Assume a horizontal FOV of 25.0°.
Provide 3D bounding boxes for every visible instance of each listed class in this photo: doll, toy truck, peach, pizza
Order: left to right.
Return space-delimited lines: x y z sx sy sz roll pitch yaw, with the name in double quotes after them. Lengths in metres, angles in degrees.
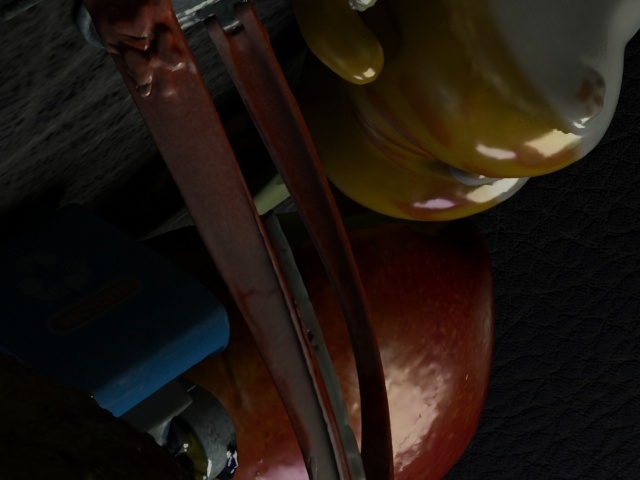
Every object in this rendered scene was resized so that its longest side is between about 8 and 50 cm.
-0.184 0.130 0.832 0.146 0.175 0.367 -32 171 -45 "toy truck"
-0.070 -0.047 0.909 0.099 0.029 0.100 -34 173 -35 "pizza"
-0.005 0.073 0.940 0.275 0.245 0.248 -17 -152 35 "peach"
0.071 -0.095 0.758 0.269 0.162 0.166 103 13 -74 "doll"

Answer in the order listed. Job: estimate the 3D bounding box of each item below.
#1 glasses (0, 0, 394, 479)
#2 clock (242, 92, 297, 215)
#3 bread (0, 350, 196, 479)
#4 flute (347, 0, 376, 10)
0.000 0.000 0.502 0.118 0.268 0.234 -26 -176 5 "glasses"
0.008 -0.094 1.082 0.235 0.029 0.235 -40 175 -4 "clock"
-0.144 0.113 0.468 0.305 0.306 0.158 -8 120 -81 "bread"
0.079 -0.184 0.565 0.233 0.027 0.027 -49 171 24 "flute"
